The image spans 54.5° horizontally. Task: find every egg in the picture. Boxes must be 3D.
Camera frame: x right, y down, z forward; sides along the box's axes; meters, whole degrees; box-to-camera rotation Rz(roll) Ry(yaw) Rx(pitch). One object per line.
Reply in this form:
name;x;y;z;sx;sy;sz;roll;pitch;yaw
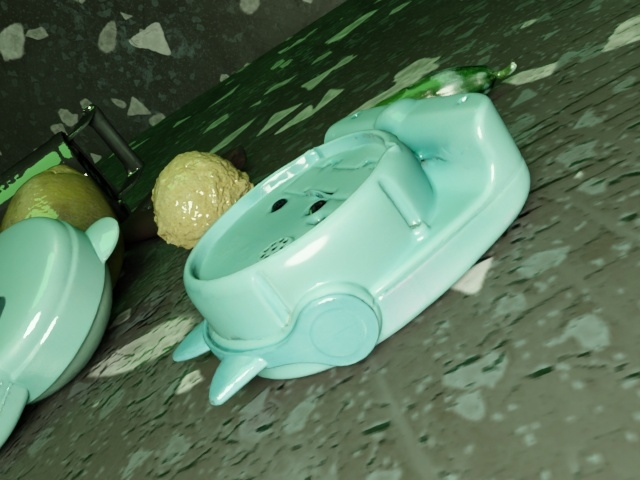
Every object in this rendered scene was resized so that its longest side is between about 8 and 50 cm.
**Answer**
egg;-0.148;-0.051;0.769;0.116;0.118;0.140;105;-177;-48

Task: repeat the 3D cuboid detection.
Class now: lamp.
lamp;-0.496;-0.057;1.136;0.272;0.205;0.374;-27;33;9
lamp;-0.324;0.098;0.650;0.210;0.147;0.284;-8;38;37

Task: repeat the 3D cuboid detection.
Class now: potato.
potato;-0.361;-0.004;0.865;0.175;0.159;0.251;-21;59;-1

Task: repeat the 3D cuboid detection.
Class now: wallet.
wallet;-0.234;-0.065;1.000;0.229;0.049;0.182;-14;32;44

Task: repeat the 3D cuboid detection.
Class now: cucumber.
cucumber;0.088;-0.131;0.665;0.250;0.056;0.056;-27;23;21

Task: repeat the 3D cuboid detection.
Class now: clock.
clock;0.000;0.000;0.465;0.274;0.094;0.224;-41;21;-18
